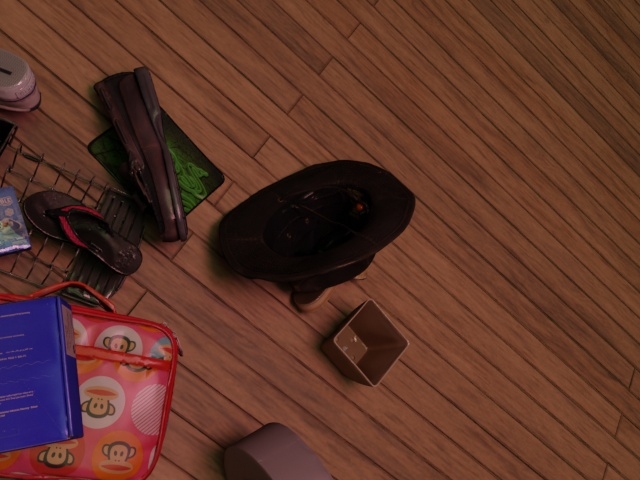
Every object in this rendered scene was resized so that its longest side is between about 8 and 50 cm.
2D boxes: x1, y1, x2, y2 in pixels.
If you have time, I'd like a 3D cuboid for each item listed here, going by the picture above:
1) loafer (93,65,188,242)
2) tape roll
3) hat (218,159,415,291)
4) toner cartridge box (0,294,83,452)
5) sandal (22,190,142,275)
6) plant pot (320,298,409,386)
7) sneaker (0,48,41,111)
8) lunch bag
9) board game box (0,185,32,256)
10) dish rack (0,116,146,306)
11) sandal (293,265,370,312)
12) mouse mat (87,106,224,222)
[{"bbox_3d":[-0.283,-0.130,1.010,0.095,0.109,0.302,-13,75,-12],"label":"loafer"},{"bbox_3d":[-0.049,0.374,0.909,0.072,0.219,0.219,-23,87,-33],"label":"tape roll"},{"bbox_3d":[0.000,0.000,1.079,0.331,0.331,0.133,-40,136,-32],"label":"hat"},{"bbox_3d":[-0.457,0.172,0.711,0.348,0.075,0.165,-8,74,-11],"label":"toner cartridge box"},{"bbox_3d":[-0.327,-0.015,0.899,0.179,0.040,0.067,35,61,-19],"label":"sandal"},{"bbox_3d":[0.066,0.182,1.105,0.109,0.096,0.109,49,59,-6],"label":"plant pot"},{"bbox_3d":[-0.525,-0.252,0.919,0.258,0.091,0.094,28,67,4],"label":"sneaker"},{"bbox_3d":[-0.343,0.182,0.850,0.293,0.120,0.258,14,71,-18],"label":"lunch bag"},{"bbox_3d":[-0.441,-0.020,0.843,0.090,0.020,0.090,-17,84,-34],"label":"board game box"},{"bbox_3d":[-0.394,-0.030,0.928,0.272,0.074,0.208,26,66,-21],"label":"dish rack"},{"bbox_3d":[0.047,0.052,1.162,0.240,0.088,0.079,-49,132,-24],"label":"sandal"},{"bbox_3d":[-0.269,-0.128,1.068,0.189,0.007,0.152,48,58,-9],"label":"mouse mat"}]
